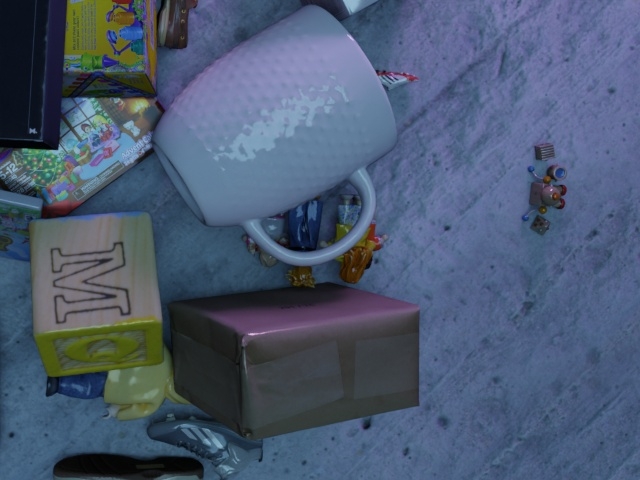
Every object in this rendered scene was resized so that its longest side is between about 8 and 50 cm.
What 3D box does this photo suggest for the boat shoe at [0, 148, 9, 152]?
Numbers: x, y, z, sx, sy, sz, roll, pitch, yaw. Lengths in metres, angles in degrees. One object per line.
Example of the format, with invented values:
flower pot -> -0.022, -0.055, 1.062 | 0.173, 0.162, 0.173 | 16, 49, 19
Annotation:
boat shoe -> -0.582, -0.133, 1.514 | 0.302, 0.098, 0.109 | -24, 104, 19

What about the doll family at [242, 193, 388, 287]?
doll family -> 0.000, 0.000, 1.687 | 0.263, 0.118, 0.163 | 2, 94, -11

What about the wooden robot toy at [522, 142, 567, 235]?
wooden robot toy -> 0.426, -0.091, 1.787 | 0.076, 0.079, 0.173 | 4, 96, -12

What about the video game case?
video game case -> -0.554, -0.033, 1.543 | 0.213, 0.193, 0.023 | 12, 59, -13

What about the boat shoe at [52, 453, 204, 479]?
boat shoe -> -0.333, 0.432, 1.684 | 0.258, 0.095, 0.095 | 5, 101, -13

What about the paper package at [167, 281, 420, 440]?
paper package -> -0.046, 0.179, 1.570 | 0.325, 0.309, 0.168 | -6, 100, -30

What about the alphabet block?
alphabet block -> -0.354, 0.087, 1.552 | 0.194, 0.192, 0.197 | -6, 63, -10

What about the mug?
mug -> -0.063, -0.137, 1.558 | 0.328, 0.276, 0.374 | -33, 91, -11

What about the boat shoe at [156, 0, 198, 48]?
boat shoe -> -0.234, -0.406, 1.623 | 0.060, 0.064, 0.177 | 10, 101, -18

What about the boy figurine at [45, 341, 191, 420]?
boy figurine -> -0.318, 0.222, 1.663 | 0.285, 0.092, 0.177 | 7, 95, -13

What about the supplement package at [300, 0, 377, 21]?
supplement package -> 0.056, -0.480, 1.568 | 0.199, 0.263, 0.198 | -30, 101, -7

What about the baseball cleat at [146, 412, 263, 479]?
baseball cleat -> -0.200, 0.361, 1.700 | 0.206, 0.072, 0.109 | 2, 65, -12

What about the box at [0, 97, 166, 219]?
box -> -0.408, -0.175, 1.613 | 0.293, 0.057, 0.201 | -37, 101, -5

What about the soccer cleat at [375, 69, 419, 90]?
soccer cleat -> 0.133, -0.283, 1.730 | 0.083, 0.029, 0.035 | 4, 105, -9

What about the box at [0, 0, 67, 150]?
box -> -0.455, -0.263, 1.344 | 0.184, 0.103, 0.261 | 3, 87, 0

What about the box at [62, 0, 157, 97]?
box -> -0.398, -0.377, 1.490 | 0.279, 0.177, 0.289 | 0, 87, -4
